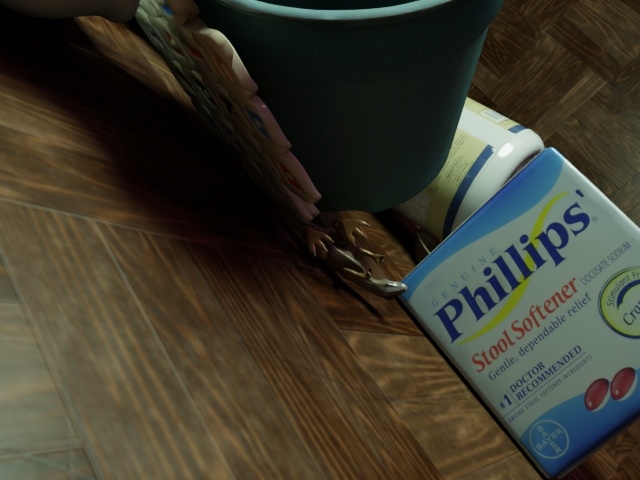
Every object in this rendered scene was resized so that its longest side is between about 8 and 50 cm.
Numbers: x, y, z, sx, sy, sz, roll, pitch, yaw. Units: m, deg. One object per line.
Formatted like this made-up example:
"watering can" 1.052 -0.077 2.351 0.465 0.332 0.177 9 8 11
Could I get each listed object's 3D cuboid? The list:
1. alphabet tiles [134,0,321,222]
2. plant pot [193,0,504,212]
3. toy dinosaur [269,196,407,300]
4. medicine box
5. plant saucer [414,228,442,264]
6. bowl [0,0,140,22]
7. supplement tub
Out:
"alphabet tiles" -0.096 -0.142 0.632 0.278 0.021 0.284 39 -17 55
"plant pot" 0.032 -0.219 0.705 0.341 0.341 0.334 54 -15 29
"toy dinosaur" 0.000 0.000 0.711 0.211 0.064 0.112 42 -15 6
"medicine box" 0.291 0.084 0.805 0.289 0.263 0.149 51 17 21
"plant saucer" 0.221 0.063 1.099 0.199 0.036 0.198 41 16 -14
"bowl" -0.267 -0.300 0.509 0.298 0.134 0.297 45 -28 33
"supplement tub" 0.189 -0.147 1.126 0.316 0.228 0.228 36 11 25
